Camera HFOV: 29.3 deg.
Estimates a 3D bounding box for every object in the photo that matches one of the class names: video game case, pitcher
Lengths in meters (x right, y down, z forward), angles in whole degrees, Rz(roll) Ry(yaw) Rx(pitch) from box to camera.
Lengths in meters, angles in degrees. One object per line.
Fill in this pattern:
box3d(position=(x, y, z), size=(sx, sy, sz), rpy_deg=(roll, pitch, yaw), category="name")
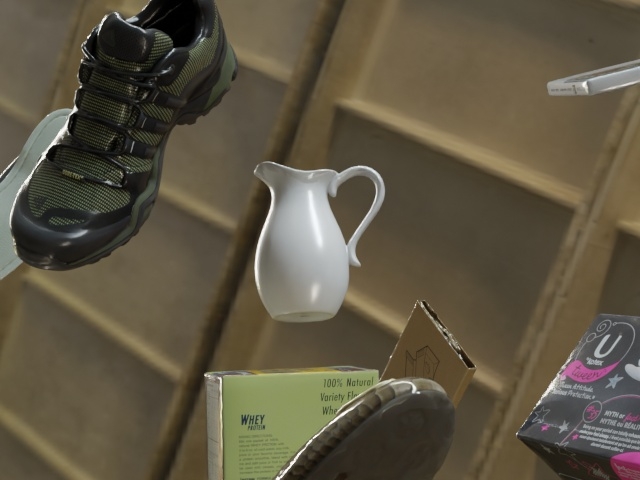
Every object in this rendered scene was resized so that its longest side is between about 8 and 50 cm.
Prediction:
box3d(position=(0.392, -0.208, 1.500), size=(0.173, 0.190, 0.022), rpy_deg=(-129, -155, -82), category="video game case")
box3d(position=(0.000, 0.000, 1.638), size=(0.178, 0.125, 0.207), rpy_deg=(-3, -104, 7), category="pitcher")

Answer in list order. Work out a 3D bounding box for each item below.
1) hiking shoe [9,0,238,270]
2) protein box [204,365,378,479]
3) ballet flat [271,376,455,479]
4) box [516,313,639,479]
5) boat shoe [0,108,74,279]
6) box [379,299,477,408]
box3d(position=(-0.134, -0.087, 0.778), size=(0.086, 0.114, 0.227), rpy_deg=(17, -123, 18), category="hiking shoe")
box3d(position=(-0.037, 0.263, 1.531), size=(0.136, 0.200, 0.201), rpy_deg=(166, -78, -75), category="protein box")
box3d(position=(-0.015, 0.154, 0.658), size=(0.250, 0.084, 0.058), rpy_deg=(-57, -142, 28), category="ballet flat")
box3d(position=(0.308, 0.162, 0.955), size=(0.142, 0.163, 0.247), rpy_deg=(-51, -160, -17), category="box")
box3d(position=(-0.406, -0.040, 1.654), size=(0.302, 0.114, 0.091), rpy_deg=(-50, 179, -16), category="boat shoe")
box3d(position=(0.174, 0.227, 2.025), size=(0.164, 0.021, 0.201), rpy_deg=(54, -45, 39), category="box")
